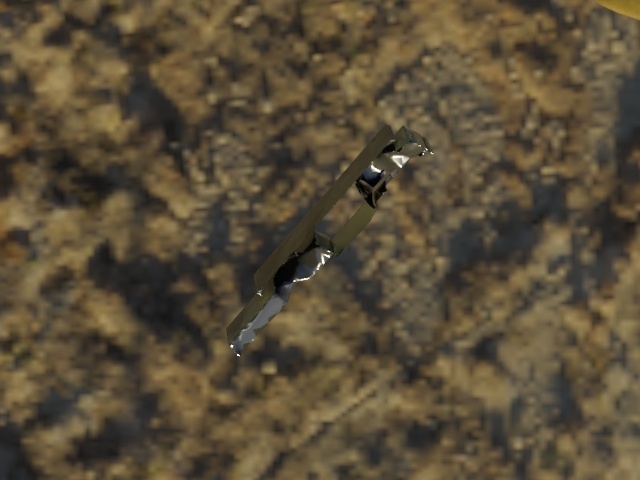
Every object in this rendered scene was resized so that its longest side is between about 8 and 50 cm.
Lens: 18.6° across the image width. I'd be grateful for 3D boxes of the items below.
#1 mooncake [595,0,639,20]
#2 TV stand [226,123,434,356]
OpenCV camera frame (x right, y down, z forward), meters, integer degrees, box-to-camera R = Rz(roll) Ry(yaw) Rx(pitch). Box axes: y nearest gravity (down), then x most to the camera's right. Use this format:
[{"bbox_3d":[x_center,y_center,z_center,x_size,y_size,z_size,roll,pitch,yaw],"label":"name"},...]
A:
[{"bbox_3d":[0.428,-0.304,2.221,0.235,0.235,0.117,-10,117,-51],"label":"mooncake"},{"bbox_3d":[0.000,0.000,1.687,0.042,0.249,0.036,34,18,-25],"label":"TV stand"}]
